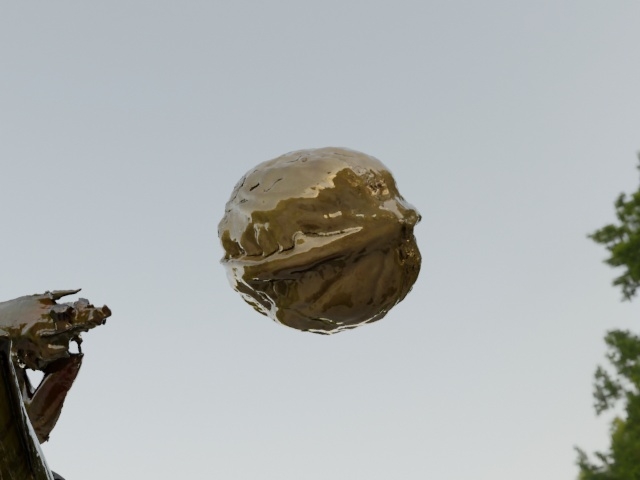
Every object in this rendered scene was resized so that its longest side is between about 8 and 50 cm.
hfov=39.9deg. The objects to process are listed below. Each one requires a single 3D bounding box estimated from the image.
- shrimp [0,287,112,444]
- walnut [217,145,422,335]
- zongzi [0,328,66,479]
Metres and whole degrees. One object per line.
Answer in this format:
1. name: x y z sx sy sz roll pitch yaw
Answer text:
1. shrimp: -0.281 0.126 0.851 0.287 0.152 0.063 -18 2 40
2. walnut: 0.000 0.000 0.901 0.198 0.198 0.245 16 -16 -34
3. zongzi: -0.205 0.175 0.373 0.112 0.242 0.221 -2 -64 35
